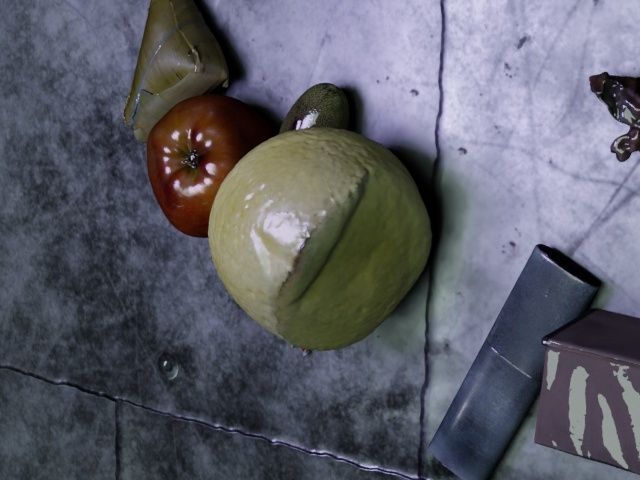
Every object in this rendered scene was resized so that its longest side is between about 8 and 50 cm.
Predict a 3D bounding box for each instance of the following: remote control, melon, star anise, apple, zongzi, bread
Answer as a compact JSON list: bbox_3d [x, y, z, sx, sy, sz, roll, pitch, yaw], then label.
[{"bbox_3d":[0.271,0.185,1.807,0.107,0.044,0.378,35,119,21],"label":"remote control"},{"bbox_3d":[-0.010,-0.164,1.909,0.099,0.099,0.162,35,115,26],"label":"melon"},{"bbox_3d":[0.450,-0.163,1.569,0.220,0.099,0.214,-19,97,37],"label":"star anise"},{"bbox_3d":[-0.169,-0.119,1.963,0.234,0.234,0.234,8,105,35],"label":"apple"},{"bbox_3d":[-0.269,-0.310,2.067,0.228,0.115,0.256,-40,69,40],"label":"zongzi"},{"bbox_3d":[-0.005,-0.007,1.823,0.321,0.320,0.237,-61,41,28],"label":"bread"}]

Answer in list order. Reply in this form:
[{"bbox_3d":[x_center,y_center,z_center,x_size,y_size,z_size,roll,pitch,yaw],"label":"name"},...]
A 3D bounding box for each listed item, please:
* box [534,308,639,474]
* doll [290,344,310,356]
[{"bbox_3d":[0.421,0.201,1.611,0.252,0.188,0.153,14,107,32],"label":"box"},{"bbox_3d":[-0.043,0.133,2.032,0.114,0.039,0.057,61,161,-3],"label":"doll"}]
